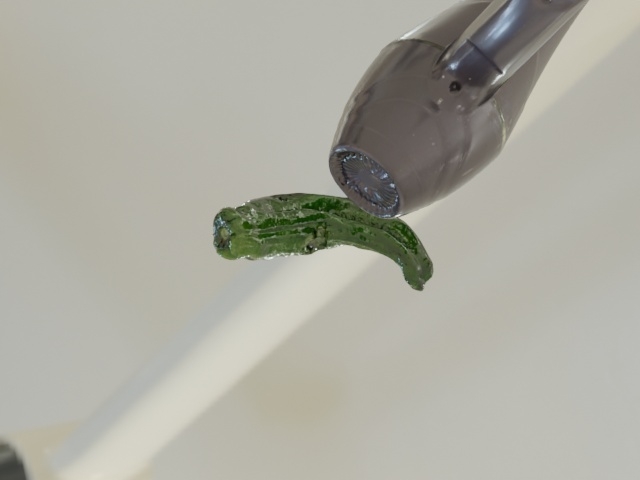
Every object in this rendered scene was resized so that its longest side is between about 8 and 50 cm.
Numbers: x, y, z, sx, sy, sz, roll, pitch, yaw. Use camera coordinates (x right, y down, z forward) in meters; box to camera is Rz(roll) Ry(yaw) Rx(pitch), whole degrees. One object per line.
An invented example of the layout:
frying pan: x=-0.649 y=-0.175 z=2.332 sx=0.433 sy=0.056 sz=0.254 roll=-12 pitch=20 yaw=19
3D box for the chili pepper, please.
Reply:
chili pepper: x=0.002 y=-0.003 z=1.344 sx=0.073 sy=0.182 sz=0.050 roll=-94 pitch=-167 yaw=-59

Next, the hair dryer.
hair dryer: x=0.165 y=-0.175 z=1.177 sx=0.121 sy=0.301 sz=0.361 roll=44 pitch=-28 yaw=-3
